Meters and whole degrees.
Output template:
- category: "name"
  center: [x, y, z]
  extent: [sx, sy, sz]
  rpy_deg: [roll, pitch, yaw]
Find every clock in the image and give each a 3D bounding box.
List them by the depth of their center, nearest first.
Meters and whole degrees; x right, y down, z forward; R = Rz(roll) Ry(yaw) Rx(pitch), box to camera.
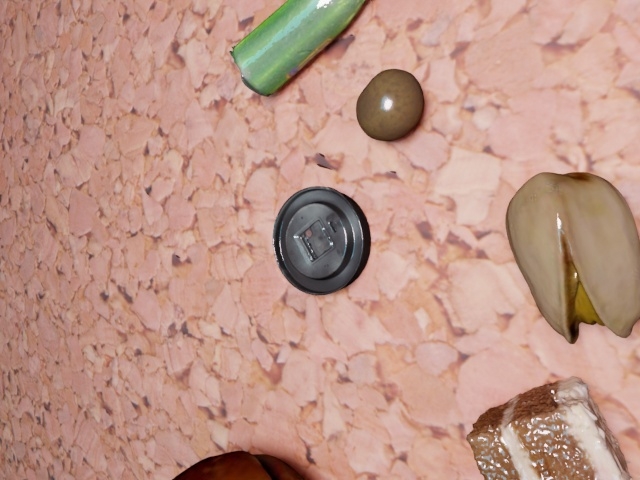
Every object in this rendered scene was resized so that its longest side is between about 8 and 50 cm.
- category: "clock"
  center: [0.000, 0.000, 0.757]
  extent: [0.184, 0.040, 0.184]
  rpy_deg: [2, 93, 33]

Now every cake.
- category: "cake"
  center: [0.277, 0.257, 0.537]
  extent: [0.147, 0.135, 0.134]
  rpy_deg: [-27, 76, 25]

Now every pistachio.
- category: "pistachio"
  center: [0.295, 0.017, 0.517]
  extent: [0.129, 0.131, 0.206]
  rpy_deg: [-20, 86, 40]

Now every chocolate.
- category: "chocolate"
  center: [-0.012, -0.360, 0.722]
  extent: [0.291, 0.110, 0.110]
  rpy_deg: [-30, 76, 27]

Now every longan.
- category: "longan"
  center: [0.100, -0.200, 0.658]
  extent: [0.113, 0.092, 0.113]
  rpy_deg: [-4, 85, 57]

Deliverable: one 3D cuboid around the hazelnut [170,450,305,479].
- category: "hazelnut"
  center: [-0.167, 0.559, 0.687]
  extent: [0.402, 0.402, 0.429]
  rpy_deg: [50, 127, 21]
